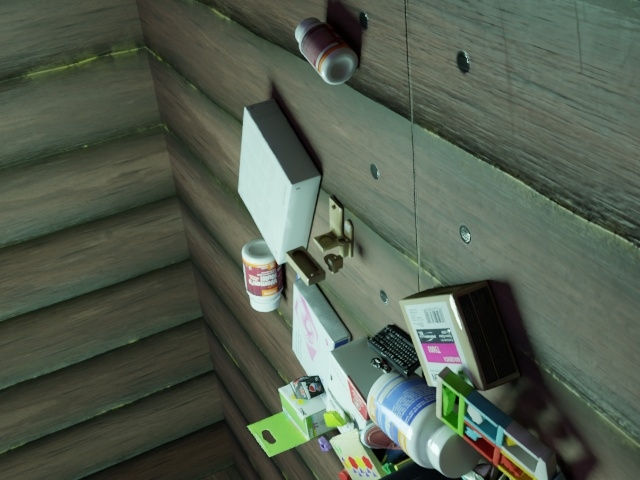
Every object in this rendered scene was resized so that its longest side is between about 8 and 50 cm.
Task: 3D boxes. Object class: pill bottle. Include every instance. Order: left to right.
[{"bbox_3d":[-0.180,0.112,2.633,0.121,0.121,0.221,49,150,45],"label":"pill bottle"},{"bbox_3d":[0.008,-0.402,1.748,0.152,0.086,0.086,55,155,35],"label":"pill bottle"},{"bbox_3d":[0.227,0.398,1.810,0.272,0.152,0.152,33,138,60],"label":"pill bottle"}]

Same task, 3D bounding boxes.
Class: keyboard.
[{"bbox_3d":[0.166,0.256,1.906,0.023,0.108,0.180,53,170,-29],"label":"keyboard"}]

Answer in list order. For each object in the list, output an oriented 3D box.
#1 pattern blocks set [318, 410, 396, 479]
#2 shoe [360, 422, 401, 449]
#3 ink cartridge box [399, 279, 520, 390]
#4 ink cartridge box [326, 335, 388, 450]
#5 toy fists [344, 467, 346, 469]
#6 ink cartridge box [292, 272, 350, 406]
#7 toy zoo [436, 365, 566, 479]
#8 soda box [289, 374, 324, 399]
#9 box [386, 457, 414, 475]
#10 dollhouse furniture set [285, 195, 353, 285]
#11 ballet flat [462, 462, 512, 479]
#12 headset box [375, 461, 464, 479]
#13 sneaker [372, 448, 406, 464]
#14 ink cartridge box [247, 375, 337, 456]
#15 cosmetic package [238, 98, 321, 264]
[{"bbox_3d":[0.097,0.563,2.151,0.325,0.026,0.285,-13,106,60],"label":"pattern blocks set"},{"bbox_3d":[0.188,0.461,1.949,0.081,0.178,0.063,2,87,64],"label":"shoe"},{"bbox_3d":[0.264,0.187,1.623,0.234,0.088,0.193,-21,87,69],"label":"ink cartridge box"},{"bbox_3d":[0.111,0.419,2.177,0.197,0.114,0.273,53,154,38],"label":"ink cartridge box"},{"bbox_3d":[0.162,0.709,2.332,0.279,0.096,0.142,36,158,57],"label":"toy fists"},{"bbox_3d":[-0.025,0.272,2.462,0.330,0.071,0.324,53,154,36],"label":"ink cartridge box"},{"bbox_3d":[0.336,0.373,1.555,0.293,0.030,0.192,38,158,28],"label":"toy zoo"},{"bbox_3d":[-0.043,0.440,2.496,0.060,0.053,0.169,67,162,4],"label":"soda box"},{"bbox_3d":[0.202,0.603,2.154,0.058,0.087,0.232,66,160,13],"label":"box"},{"bbox_3d":[0.000,0.000,2.036,0.144,0.151,0.123,48,150,41],"label":"dollhouse furniture set"},{"bbox_3d":[0.363,0.492,1.698,0.213,0.072,0.068,29,107,60],"label":"ballet flat"},{"bbox_3d":[0.201,0.643,1.960,0.131,0.246,0.283,56,156,33],"label":"headset box"},{"bbox_3d":[0.205,0.493,2.098,0.069,0.082,0.209,-109,34,-41],"label":"sneaker"},{"bbox_3d":[-0.084,0.538,2.577,0.189,0.255,0.097,37,141,56],"label":"ink cartridge box"},{"bbox_3d":[-0.121,-0.154,2.284,0.284,0.097,0.377,62,158,27],"label":"cosmetic package"}]
